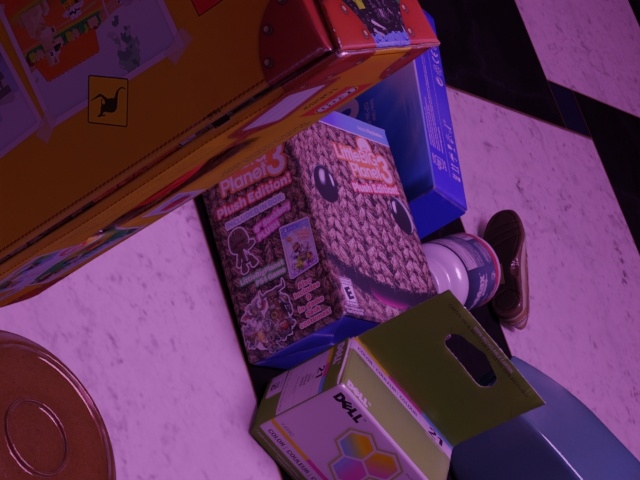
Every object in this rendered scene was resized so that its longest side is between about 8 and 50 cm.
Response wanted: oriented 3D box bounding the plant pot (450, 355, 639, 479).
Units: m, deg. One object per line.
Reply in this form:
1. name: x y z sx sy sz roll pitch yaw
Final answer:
1. plant pot: 0.268 0.280 2.159 0.234 0.165 0.166 50 29 -2

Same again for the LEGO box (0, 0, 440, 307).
1. LEGO box: -0.211 -0.204 1.464 0.193 0.500 0.372 -16 78 -61

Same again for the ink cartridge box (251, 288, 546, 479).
1. ink cartridge box: 0.084 0.191 1.832 0.189 0.255 0.097 49 30 -19

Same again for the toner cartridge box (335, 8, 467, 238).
1. toner cartridge box: 0.088 -0.151 2.254 0.075 0.165 0.348 33 38 -40

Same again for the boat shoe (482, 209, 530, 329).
1. boat shoe: 0.280 0.046 2.499 0.072 0.068 0.190 47 38 -47

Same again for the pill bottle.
1. pill bottle: 0.157 0.053 2.236 0.180 0.108 0.108 -16 78 -60

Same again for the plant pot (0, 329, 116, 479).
1. plant pot: -0.263 0.181 1.518 0.236 0.032 0.236 38 36 -35

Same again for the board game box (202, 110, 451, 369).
1. board game box: 0.000 0.000 1.995 0.232 0.141 0.291 14 52 -53
